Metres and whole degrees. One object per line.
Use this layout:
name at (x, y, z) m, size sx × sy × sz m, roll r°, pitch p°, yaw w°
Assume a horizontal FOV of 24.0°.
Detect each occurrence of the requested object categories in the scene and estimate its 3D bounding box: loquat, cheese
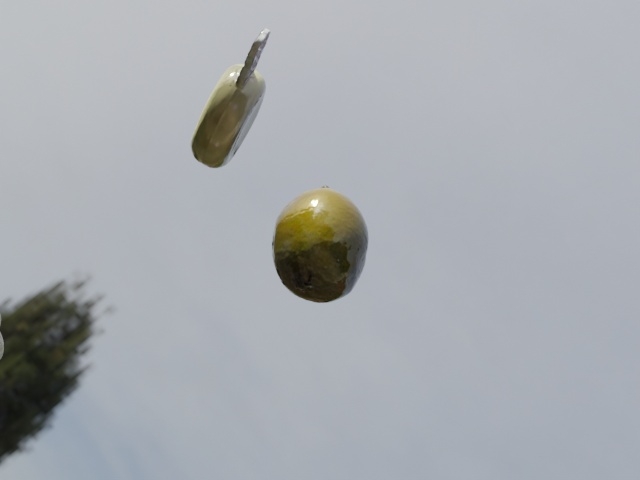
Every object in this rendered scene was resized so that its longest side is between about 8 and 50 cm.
loquat at (0.000, 0.000, 2.178) m, size 0.152 × 0.195 × 0.152 m, roll 6°, pitch -45°, yaw 6°
cheese at (-0.113, -0.197, 2.038) m, size 0.064 × 0.137 × 0.227 m, roll 27°, pitch -46°, yaw 0°

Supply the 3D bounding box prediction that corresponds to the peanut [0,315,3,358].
peanut at (-0.454, 0.122, 1.968) m, size 0.082 × 0.082 × 0.187 m, roll 44°, pitch -28°, yaw 14°
